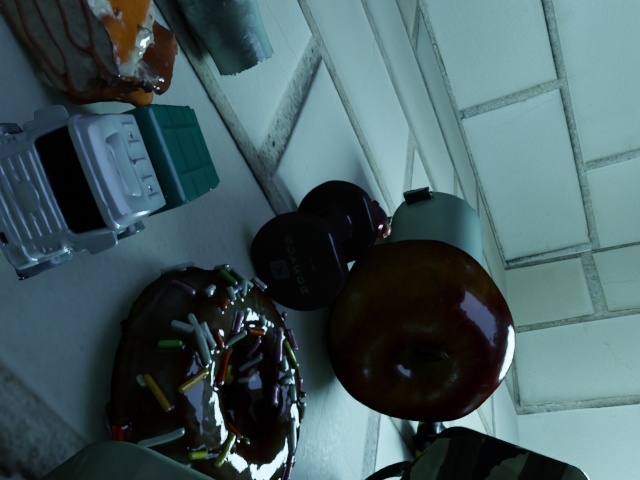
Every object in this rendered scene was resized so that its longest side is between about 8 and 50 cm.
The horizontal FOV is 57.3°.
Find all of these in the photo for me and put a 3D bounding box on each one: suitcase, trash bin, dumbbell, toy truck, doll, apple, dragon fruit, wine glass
[{"bbox_3d":[0.178,0.429,0.793,0.351,0.339,0.194,-38,114,-30],"label":"suitcase"},{"bbox_3d":[0.244,0.049,1.281,0.277,0.217,0.263,63,26,-25],"label":"trash bin"},{"bbox_3d":[0.000,0.000,0.863,0.225,0.124,0.141,-44,118,-64],"label":"dumbbell"},{"bbox_3d":[-0.167,-0.056,0.481,0.253,0.124,0.114,-88,160,-79],"label":"toy truck"},{"bbox_3d":[0.247,0.446,1.261,0.127,0.088,0.249,66,6,31],"label":"doll"},{"bbox_3d":[0.152,0.138,0.941,0.317,0.288,0.288,-87,157,-71],"label":"apple"},{"bbox_3d":[0.071,-0.036,1.107,0.112,0.126,0.068,-74,-173,-58],"label":"dragon fruit"},{"bbox_3d":[-0.142,-0.326,0.745,0.222,0.103,0.103,65,26,-27],"label":"wine glass"}]

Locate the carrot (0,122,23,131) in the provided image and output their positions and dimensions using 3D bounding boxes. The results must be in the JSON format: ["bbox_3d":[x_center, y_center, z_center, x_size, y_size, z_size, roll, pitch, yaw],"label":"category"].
[{"bbox_3d":[-0.243,-0.047,0.448,0.032,0.032,0.093,35,42,-58],"label":"carrot"}]

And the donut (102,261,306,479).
[{"bbox_3d":[-0.099,0.151,0.585,0.269,0.103,0.270,-14,90,-69],"label":"donut"}]

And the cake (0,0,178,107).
[{"bbox_3d":[-0.224,-0.231,0.500,0.135,0.098,0.287,-79,148,-43],"label":"cake"}]

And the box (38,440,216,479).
[{"bbox_3d":[-0.069,0.351,0.328,0.352,0.177,0.344,36,39,-22],"label":"box"}]
